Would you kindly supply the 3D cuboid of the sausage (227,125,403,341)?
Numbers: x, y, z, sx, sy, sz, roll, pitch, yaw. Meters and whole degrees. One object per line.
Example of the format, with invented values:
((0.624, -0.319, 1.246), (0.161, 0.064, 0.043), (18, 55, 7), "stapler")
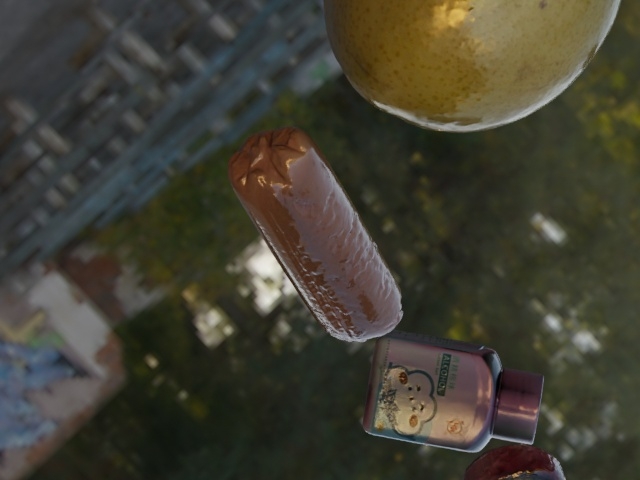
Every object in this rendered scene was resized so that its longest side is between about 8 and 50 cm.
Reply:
((-0.001, 0.001, 1.594), (0.086, 0.086, 0.289), (-44, 142, -9), "sausage")

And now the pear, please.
((0.151, -0.257, 1.789), (0.314, 0.314, 0.314), (-42, -174, 5), "pear")

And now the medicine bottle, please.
((0.149, 0.170, 1.979), (0.094, 0.188, 0.119), (-3, 102, -83), "medicine bottle")

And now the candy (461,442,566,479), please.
((0.184, 0.239, 1.691), (0.103, 0.103, 0.043), (-40, -150, 22), "candy")
